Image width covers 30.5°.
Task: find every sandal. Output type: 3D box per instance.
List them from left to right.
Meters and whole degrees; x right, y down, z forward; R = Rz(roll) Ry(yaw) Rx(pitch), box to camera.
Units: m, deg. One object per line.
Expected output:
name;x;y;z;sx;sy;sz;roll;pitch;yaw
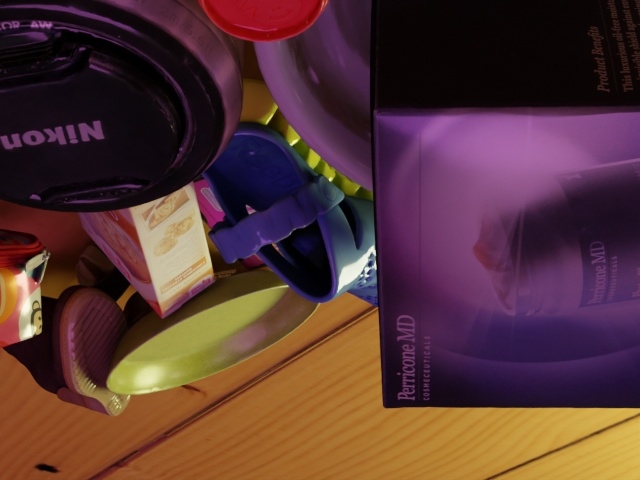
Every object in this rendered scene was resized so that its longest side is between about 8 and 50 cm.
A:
sandal;0.000;0.000;1.013;0.126;0.138;0.317;-29;136;32

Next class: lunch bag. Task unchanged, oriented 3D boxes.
lunch bag;-0.386;0.039;1.078;0.258;0.120;0.293;-6;-169;-41

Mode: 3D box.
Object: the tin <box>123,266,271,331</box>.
tin;-0.124;0.074;1.300;0.189;0.040;0.106;-8;145;-18

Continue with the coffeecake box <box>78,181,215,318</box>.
coffeecake box;-0.172;-0.038;1.070;0.068;0.142;0.185;-36;151;-19

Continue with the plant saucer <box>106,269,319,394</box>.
plant saucer;-0.115;0.091;1.221;0.241;0.037;0.241;-24;162;-8

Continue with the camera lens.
camera lens;-0.156;-0.173;0.758;0.219;0.274;0.219;0;146;0

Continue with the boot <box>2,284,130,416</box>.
boot;-0.307;0.089;1.251;0.207;0.090;0.248;29;151;16

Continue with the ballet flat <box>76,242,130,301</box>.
ballet flat;-0.214;0.023;1.243;0.074;0.074;0.203;22;146;-30

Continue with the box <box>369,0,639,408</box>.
box;0.184;-0.031;0.823;0.294;0.183;0.296;0;135;5

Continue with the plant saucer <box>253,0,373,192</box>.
plant saucer;0.150;-0.184;0.867;0.400;0.100;0.400;2;135;2

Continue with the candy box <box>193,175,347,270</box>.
candy box;0.001;-0.062;1.104;0.233;0.071;0.159;-13;143;19

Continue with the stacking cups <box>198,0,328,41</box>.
stacking cups;-0.024;-0.236;0.629;0.096;0.316;0.096;-1;148;-1
